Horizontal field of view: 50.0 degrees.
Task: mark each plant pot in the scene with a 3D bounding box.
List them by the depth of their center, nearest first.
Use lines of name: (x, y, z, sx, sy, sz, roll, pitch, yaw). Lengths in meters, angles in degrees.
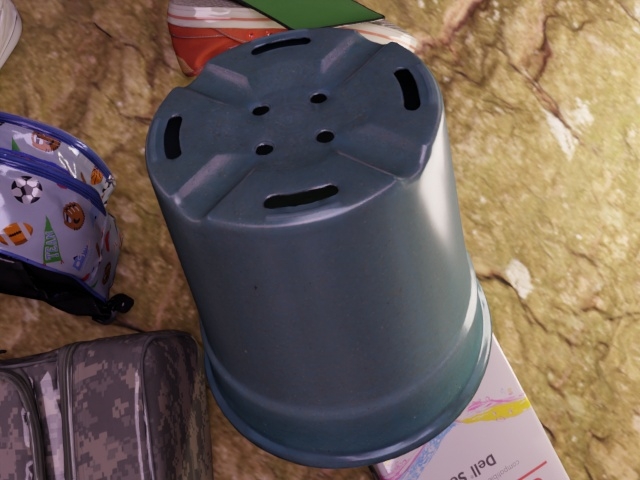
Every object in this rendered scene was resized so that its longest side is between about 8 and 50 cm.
plant pot: (0.000, 0.000, 0.687, 0.341, 0.334, 0.341, -6, 50, 8)

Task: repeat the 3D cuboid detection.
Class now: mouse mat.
mouse mat: (-0.030, -0.304, 0.872, 0.152, 0.007, 0.189, -21, 45, -36)

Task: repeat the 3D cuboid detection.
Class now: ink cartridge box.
ink cartridge box: (0.161, 0.251, 0.860, 0.207, 0.119, 0.354, -28, 88, -11)

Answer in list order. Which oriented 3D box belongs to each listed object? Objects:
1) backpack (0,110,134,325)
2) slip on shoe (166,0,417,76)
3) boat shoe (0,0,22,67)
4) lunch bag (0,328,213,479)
backpack: (-0.345, -0.026, 0.744, 0.276, 0.263, 0.213, 8, 82, -7)
slip on shoe: (-0.034, -0.259, 0.908, 0.331, 0.123, 0.101, -3, 119, -15)
boat shoe: (-0.453, -0.198, 0.838, 0.095, 0.084, 0.258, 17, 81, -7)
lunch bag: (-0.266, 0.260, 0.760, 0.255, 0.212, 0.305, -8, 84, 7)
